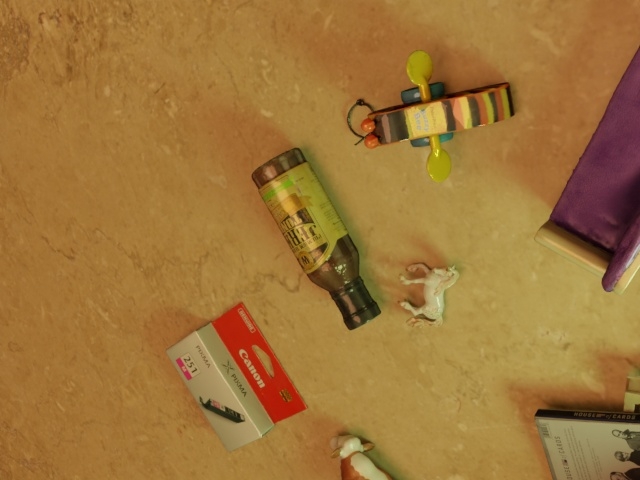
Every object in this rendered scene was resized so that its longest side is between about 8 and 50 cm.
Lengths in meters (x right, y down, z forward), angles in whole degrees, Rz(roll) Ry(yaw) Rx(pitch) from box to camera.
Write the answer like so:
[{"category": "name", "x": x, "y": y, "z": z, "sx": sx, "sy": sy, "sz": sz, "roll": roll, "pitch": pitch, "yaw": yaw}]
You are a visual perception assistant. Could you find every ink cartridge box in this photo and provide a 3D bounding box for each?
[{"category": "ink cartridge box", "x": -0.188, "y": 0.303, "z": 1.735, "sx": 0.239, "sy": 0.060, "sz": 0.275, "roll": -34, "pitch": 87, "yaw": 39}]

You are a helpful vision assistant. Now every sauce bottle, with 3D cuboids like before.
[{"category": "sauce bottle", "x": 0.000, "y": 0.000, "z": 1.458, "sx": 0.111, "sy": 0.111, "sz": 0.344, "roll": -32, "pitch": 88, "yaw": 38}]

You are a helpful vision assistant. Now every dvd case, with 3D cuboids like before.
[{"category": "dvd case", "x": 0.485, "y": 0.356, "z": 1.293, "sx": 0.239, "sy": 0.029, "sz": 0.179, "roll": -4, "pitch": 117, "yaw": 36}]

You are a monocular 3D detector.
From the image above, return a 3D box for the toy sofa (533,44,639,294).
[{"category": "toy sofa", "x": 0.435, "y": -0.116, "z": 1.075, "sx": 0.150, "sy": 0.177, "sz": 0.362, "roll": 33, "pitch": 124, "yaw": 20}]

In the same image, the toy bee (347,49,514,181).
[{"category": "toy bee", "x": 0.146, "y": -0.178, "z": 1.259, "sx": 0.298, "sy": 0.162, "sz": 0.195, "roll": -30, "pitch": 91, "yaw": 38}]

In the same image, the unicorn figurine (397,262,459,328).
[{"category": "unicorn figurine", "x": 0.192, "y": 0.085, "z": 1.399, "sx": 0.111, "sy": 0.060, "sz": 0.161, "roll": 11, "pitch": 130, "yaw": 30}]

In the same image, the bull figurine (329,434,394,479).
[{"category": "bull figurine", "x": 0.116, "y": 0.528, "z": 1.589, "sx": 0.310, "sy": 0.101, "sz": 0.188, "roll": 36, "pitch": 128, "yaw": 21}]

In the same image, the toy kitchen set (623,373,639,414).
[{"category": "toy kitchen set", "x": 0.521, "y": 0.231, "z": 1.240, "sx": 0.083, "sy": 0.068, "sz": 0.075, "roll": 7, "pitch": 145, "yaw": 23}]
